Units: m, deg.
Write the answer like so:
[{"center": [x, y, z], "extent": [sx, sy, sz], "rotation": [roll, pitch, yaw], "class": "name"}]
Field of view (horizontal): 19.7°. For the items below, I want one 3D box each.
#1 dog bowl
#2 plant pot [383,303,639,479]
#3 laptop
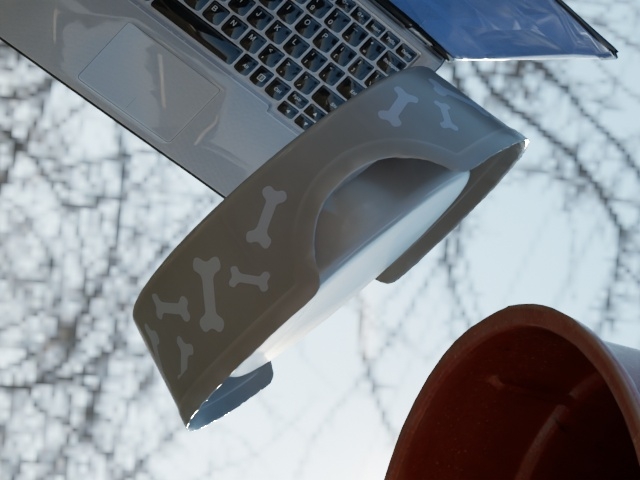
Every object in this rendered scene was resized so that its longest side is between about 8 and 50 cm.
[{"center": [0.000, 0.000, 1.441], "extent": [0.102, 0.349, 0.349], "rotation": [49, -34, 8], "class": "dog bowl"}, {"center": [0.194, 0.182, 0.851], "extent": [0.272, 0.265, 0.272], "rotation": [-171, -90, -68], "class": "plant pot"}, {"center": [-0.034, -0.183, 1.626], "extent": [0.408, 0.382, 0.236], "rotation": [-44, -151, 18], "class": "laptop"}]
